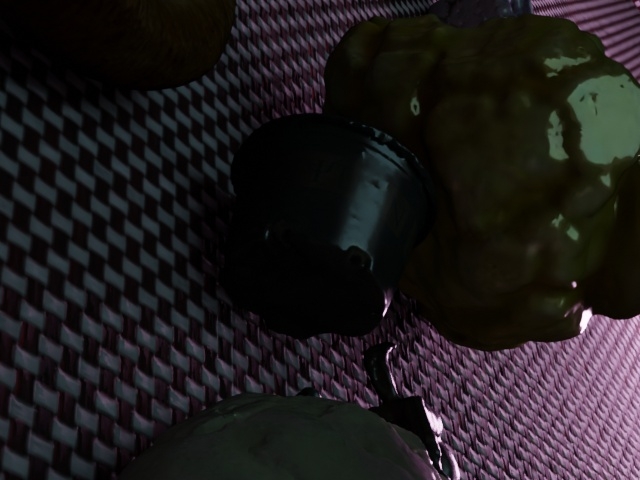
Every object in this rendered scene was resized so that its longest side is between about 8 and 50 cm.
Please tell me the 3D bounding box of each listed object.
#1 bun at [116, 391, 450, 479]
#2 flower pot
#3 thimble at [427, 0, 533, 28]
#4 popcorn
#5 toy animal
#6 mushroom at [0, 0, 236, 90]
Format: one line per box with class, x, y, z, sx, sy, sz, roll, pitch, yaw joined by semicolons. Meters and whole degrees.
bun;0.022;0.209;0.665;0.293;0.187;0.293;43;31;-33
flower pot;0.000;0.000;0.874;0.157;0.157;0.107;46;41;-32
thimble;0.213;-0.262;1.548;0.127;0.118;0.151;45;31;-38
popcorn;0.136;-0.046;1.031;0.334;0.293;0.292;-3;104;-86
toy animal;0.066;0.184;0.916;0.233;0.084;0.148;66;8;19
mushroom;-0.138;-0.232;0.786;0.267;0.254;0.267;14;60;-26
